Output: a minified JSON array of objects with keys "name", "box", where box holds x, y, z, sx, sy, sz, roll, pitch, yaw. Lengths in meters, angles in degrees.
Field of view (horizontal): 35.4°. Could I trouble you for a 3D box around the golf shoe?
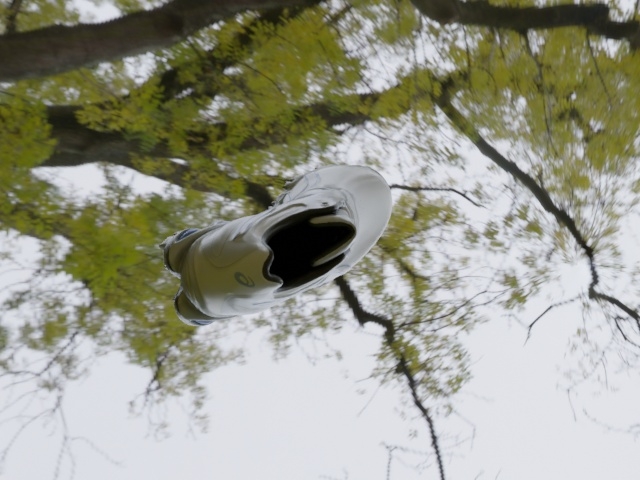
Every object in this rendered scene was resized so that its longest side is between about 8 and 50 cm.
[{"name":"golf shoe","box":[0.000,0.000,0.559,0.086,0.176,0.069,-8,-74,44]}]
